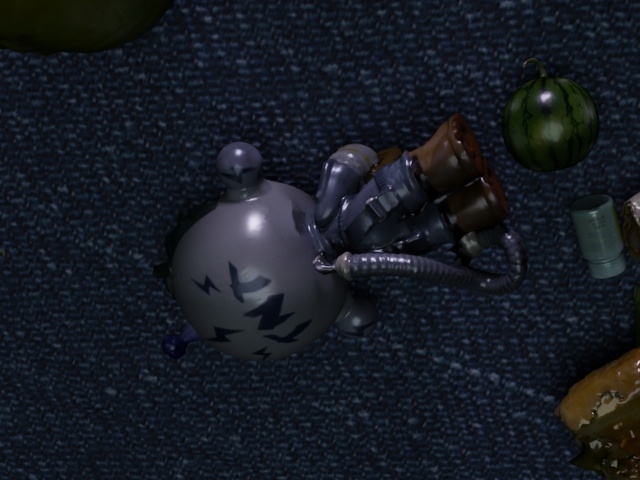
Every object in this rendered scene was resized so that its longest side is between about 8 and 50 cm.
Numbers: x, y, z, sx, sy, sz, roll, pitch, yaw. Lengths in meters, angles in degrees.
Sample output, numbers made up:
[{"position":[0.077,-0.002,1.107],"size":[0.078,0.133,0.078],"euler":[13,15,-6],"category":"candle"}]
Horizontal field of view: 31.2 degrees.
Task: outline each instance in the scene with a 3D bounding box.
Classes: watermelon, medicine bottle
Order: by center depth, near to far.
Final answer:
[{"position":[0.233,-0.122,1.165],"size":[0.109,0.109,0.109],"euler":[2,111,4],"category":"watermelon"},{"position":[0.298,-0.005,1.229],"size":[0.047,0.047,0.083],"euler":[-16,109,11],"category":"medicine bottle"}]

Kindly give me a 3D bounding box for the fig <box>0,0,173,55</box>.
[{"position":[-0.252,-0.325,1.034],"size":[0.316,0.316,0.316],"euler":[2,111,4],"category":"fig"}]

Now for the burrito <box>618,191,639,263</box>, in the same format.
[{"position":[0.398,-0.065,1.186],"size":[0.226,0.087,0.060],"euler":[-40,60,15],"category":"burrito"}]

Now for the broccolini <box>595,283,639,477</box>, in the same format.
[{"position":[0.353,0.168,1.307],"size":[0.057,0.071,0.254],"euler":[15,111,44],"category":"broccolini"}]

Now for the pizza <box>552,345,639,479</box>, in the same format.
[{"position":[0.453,0.213,1.257],"size":[0.392,0.080,0.435],"euler":[22,105,-9],"category":"pizza"}]

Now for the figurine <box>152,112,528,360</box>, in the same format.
[{"position":[-0.002,-0.004,1.187],"size":[0.382,0.186,0.261],"euler":[-28,101,19],"category":"figurine"}]
